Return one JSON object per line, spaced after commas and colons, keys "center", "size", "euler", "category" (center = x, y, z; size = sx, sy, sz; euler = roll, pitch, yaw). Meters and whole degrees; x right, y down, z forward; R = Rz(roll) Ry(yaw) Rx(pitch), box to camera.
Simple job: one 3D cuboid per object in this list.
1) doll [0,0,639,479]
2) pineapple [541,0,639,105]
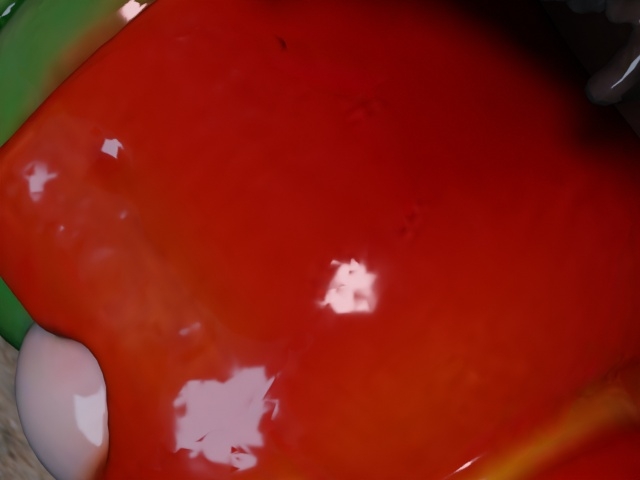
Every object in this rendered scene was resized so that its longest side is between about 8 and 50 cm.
{"center": [-0.001, 0.000, 0.456], "size": [0.363, 0.160, 0.183], "euler": [56, -167, 17], "category": "doll"}
{"center": [0.045, -0.104, 0.353], "size": [0.279, 0.158, 0.158], "euler": [32, 146, 2], "category": "pineapple"}
